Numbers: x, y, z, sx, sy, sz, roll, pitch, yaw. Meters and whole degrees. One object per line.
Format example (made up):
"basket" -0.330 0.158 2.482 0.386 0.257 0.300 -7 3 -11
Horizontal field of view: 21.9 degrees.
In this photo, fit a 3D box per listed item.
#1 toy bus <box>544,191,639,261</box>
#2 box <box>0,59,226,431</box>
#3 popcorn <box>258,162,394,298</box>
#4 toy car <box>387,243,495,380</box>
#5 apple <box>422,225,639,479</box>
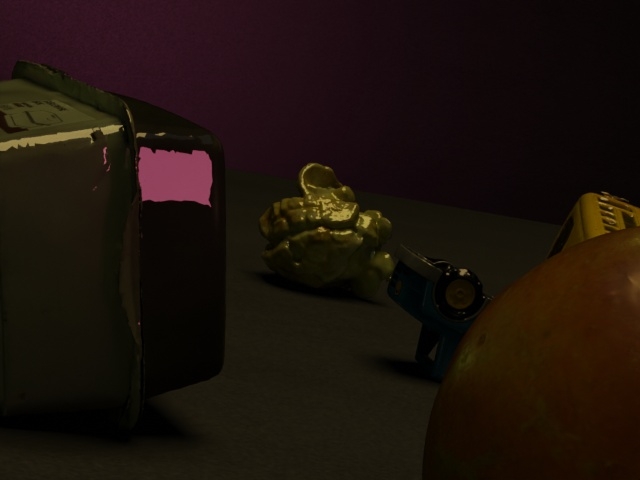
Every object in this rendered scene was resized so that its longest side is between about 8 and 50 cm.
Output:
"toy bus" 0.249 0.068 1.315 0.152 0.144 0.330 26 16 -1
"box" -0.182 -0.004 1.140 0.166 0.221 0.290 -5 14 -25
"popcorn" 0.000 0.000 1.858 0.135 0.162 0.141 -38 13 -35
"toy car" 0.138 0.085 1.501 0.191 0.100 0.097 31 3 -12
"apple" 0.161 0.112 0.733 0.236 0.237 0.208 11 49 -11
